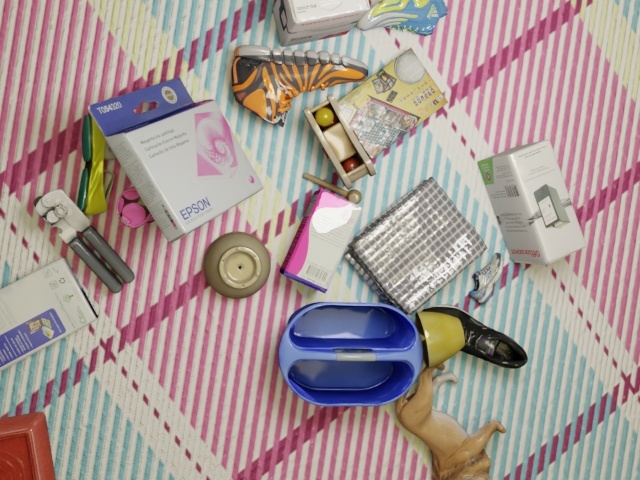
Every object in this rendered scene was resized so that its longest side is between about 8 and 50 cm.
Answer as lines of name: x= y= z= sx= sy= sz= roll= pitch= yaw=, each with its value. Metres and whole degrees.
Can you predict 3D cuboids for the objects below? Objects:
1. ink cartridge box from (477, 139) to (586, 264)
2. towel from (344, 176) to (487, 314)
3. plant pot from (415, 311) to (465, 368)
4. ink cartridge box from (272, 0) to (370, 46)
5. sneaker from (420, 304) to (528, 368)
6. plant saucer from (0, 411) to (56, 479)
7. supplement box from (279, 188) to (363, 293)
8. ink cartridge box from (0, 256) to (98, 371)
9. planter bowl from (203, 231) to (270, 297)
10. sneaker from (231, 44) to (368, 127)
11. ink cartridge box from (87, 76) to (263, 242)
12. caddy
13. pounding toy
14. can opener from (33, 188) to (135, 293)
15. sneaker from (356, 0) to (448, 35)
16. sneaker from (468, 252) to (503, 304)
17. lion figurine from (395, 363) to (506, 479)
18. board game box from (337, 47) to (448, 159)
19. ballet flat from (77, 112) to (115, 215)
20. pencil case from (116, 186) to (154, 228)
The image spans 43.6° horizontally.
ink cartridge box: x=0.507 y=-0.090 z=1.938 sx=0.114 sy=0.198 sz=0.273 roll=-22 pitch=95 yaw=-10
towel: x=0.229 y=0.020 z=1.930 sx=0.283 sy=0.121 sz=0.235 roll=-41 pitch=96 yaw=-7
plant pot: x=0.285 y=0.225 z=1.882 sx=0.095 sy=0.134 sz=0.134 roll=-11 pitch=93 yaw=-1
ink cartridge box: x=-0.004 y=-0.527 z=1.821 sx=0.171 sy=0.237 sz=0.100 roll=-14 pitch=93 yaw=-10
sneaker: x=0.378 y=0.234 z=1.960 sx=0.283 sy=0.124 sz=0.107 roll=21 pitch=87 yaw=-9
plant saucer: x=-0.739 y=0.540 z=1.812 sx=0.258 sy=0.048 sz=0.259 roll=-9 pitch=93 yaw=-9
supplement box: x=0.000 y=0.000 z=1.896 sx=0.111 sy=0.114 sz=0.220 roll=25 pitch=88 yaw=-9
ink cartridge box: x=-0.690 y=0.186 z=1.805 sx=0.332 sy=0.065 sz=0.165 roll=-28 pitch=96 yaw=-10
planter bowl: x=-0.190 y=0.060 z=1.866 sx=0.162 sy=0.109 sz=0.162 roll=0 pitch=91 yaw=-11
sneaker: x=-0.051 y=-0.354 z=1.888 sx=0.320 sy=0.124 sz=0.180 roll=5 pitch=94 yaw=1
ink cartridge box: x=-0.302 y=-0.198 z=1.756 sx=0.071 sy=0.324 sz=0.330 roll=-25 pitch=98 yaw=34
caddy: x=0.066 y=0.262 z=1.880 sx=0.341 sy=0.179 sz=0.242 roll=1 pitch=90 yaw=-10
pounding toy: x=0.026 y=-0.188 z=1.857 sx=0.154 sy=0.154 sz=0.270 roll=-29 pitch=105 yaw=2
can opener: x=-0.534 y=-0.003 z=1.824 sx=0.074 sy=0.093 sz=0.280 roll=-40 pitch=106 yaw=-5
sneaker: x=0.209 y=-0.538 z=1.933 sx=0.240 sy=0.091 sz=0.126 roll=-31 pitch=97 yaw=-9
sneaker: x=0.413 y=0.089 z=2.001 sx=0.058 sy=0.052 sz=0.135 roll=23 pitch=87 yaw=-5
lion figurine: x=0.297 y=0.469 z=1.962 sx=0.240 sy=0.142 sz=0.392 roll=-43 pitch=83 yaw=1
board game box: x=0.168 y=-0.331 z=1.954 sx=0.243 sy=0.042 sz=0.165 roll=-37 pitch=97 yaw=-7
ballet flat: x=-0.509 y=-0.172 z=1.832 sx=0.077 sy=0.077 sz=0.231 roll=3 pitch=94 yaw=-31
pencil case: x=-0.388 y=-0.075 z=1.777 sx=0.098 sy=0.209 sz=0.095 roll=-43 pitch=91 yaw=6
